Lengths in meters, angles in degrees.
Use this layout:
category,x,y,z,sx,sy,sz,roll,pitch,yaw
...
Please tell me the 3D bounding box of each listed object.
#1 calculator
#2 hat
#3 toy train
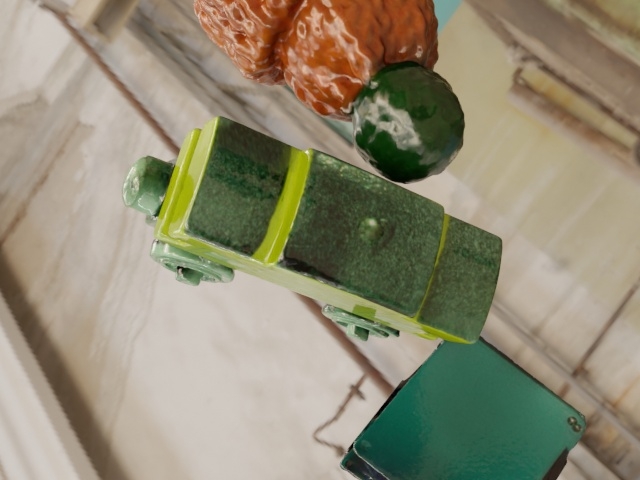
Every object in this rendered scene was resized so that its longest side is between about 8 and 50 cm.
category,x,y,z,sx,sy,sz,roll,pitch,yaw
calculator,0.200,0.277,1.333,0.248,0.274,0.058,35,155,15
hat,0.052,-0.265,1.166,0.400,0.285,0.285,42,-168,26
toy train,0.000,0.000,1.110,0.442,0.179,0.272,22,169,-22
